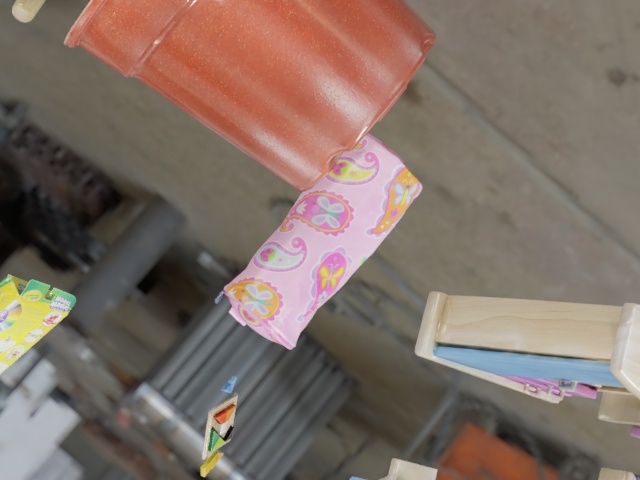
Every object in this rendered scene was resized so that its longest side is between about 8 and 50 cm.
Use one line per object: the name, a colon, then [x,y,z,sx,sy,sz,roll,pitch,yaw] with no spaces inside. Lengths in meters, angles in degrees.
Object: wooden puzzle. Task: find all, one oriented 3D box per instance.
wooden puzzle: [-0.123,0.231,2.053,0.014,0.078,0.116,19,122,21]

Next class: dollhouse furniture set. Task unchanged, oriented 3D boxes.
dollhouse furniture set: [0.184,0.214,1.119,0.286,0.303,0.198,21,170,-34]

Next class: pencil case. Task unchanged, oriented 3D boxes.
pencil case: [0.000,0.000,2.048,0.124,0.284,0.124,39,176,4]

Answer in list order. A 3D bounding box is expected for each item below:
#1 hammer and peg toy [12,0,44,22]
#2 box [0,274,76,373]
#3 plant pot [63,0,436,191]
hammer and peg toy: [-0.244,-0.380,1.486,0.127,0.265,0.361,-6,143,20]
box: [-0.411,0.110,2.153,0.105,0.179,0.043,30,-155,-56]
plant pot: [-0.052,-0.204,1.561,0.265,0.272,0.272,40,163,-7]
